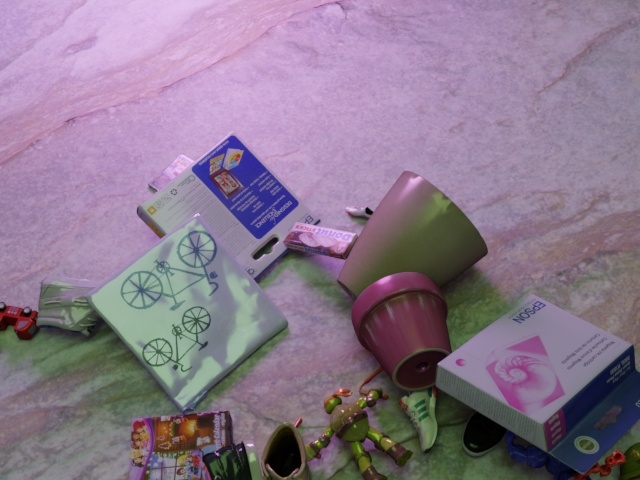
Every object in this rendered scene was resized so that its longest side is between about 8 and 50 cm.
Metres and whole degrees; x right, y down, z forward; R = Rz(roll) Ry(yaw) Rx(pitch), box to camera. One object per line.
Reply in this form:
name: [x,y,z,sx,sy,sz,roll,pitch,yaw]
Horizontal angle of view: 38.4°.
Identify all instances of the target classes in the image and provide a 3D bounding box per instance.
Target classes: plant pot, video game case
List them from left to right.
video game case: [-0.355,-0.156,2.281,0.087,0.011,0.122,32,62,24]
plant pot: [0.177,0.036,1.995,0.274,0.256,0.256,-45,63,-7]
plant pot: [0.179,0.196,1.868,0.201,0.201,0.180,-14,45,-6]

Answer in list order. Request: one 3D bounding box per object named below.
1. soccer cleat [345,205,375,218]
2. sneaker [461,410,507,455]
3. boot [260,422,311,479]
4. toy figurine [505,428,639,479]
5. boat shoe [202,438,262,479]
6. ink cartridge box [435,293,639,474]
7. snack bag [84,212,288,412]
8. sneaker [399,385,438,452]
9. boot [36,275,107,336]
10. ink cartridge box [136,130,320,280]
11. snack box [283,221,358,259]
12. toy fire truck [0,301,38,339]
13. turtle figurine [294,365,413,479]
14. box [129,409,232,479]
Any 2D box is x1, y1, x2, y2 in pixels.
soccer cleat: [0.098,-0.070,2.178,0.083,0.036,0.029,19,58,16]
sneaker: [0.359,0.324,1.831,0.079,0.121,0.217,36,63,28]
boot: [-0.064,0.489,1.687,0.095,0.203,0.262,3,53,6]
toy figurine: [0.488,0.371,1.753,0.362,0.191,0.217,-15,53,-9]
boat shoe: [-0.155,0.532,1.639,0.113,0.127,0.340,-5,94,-14]
ink cartridge box: [0.446,0.256,1.754,0.330,0.072,0.324,27,41,36]
snack bag: [-0.279,0.149,1.997,0.323,0.037,0.342,-39,81,-23]
sneaker: [0.194,0.351,1.852,0.075,0.057,0.161,12,50,-7]
boot: [-0.496,0.154,2.034,0.258,0.095,0.124,4,73,3]
ink cartridge box: [-0.211,-0.054,2.145,0.307,0.072,0.303,47,66,2]
snack box: [0.000,0.000,2.072,0.178,0.022,0.064,11,57,39]
toy fire truck: [-0.726,0.201,2.026,0.191,0.047,0.135,10,56,9]
turtle figurine: [0.080,0.371,1.835,0.269,0.087,0.217,-35,60,-21]
box: [-0.270,0.483,1.794,0.200,0.057,0.293,-6,55,0]
